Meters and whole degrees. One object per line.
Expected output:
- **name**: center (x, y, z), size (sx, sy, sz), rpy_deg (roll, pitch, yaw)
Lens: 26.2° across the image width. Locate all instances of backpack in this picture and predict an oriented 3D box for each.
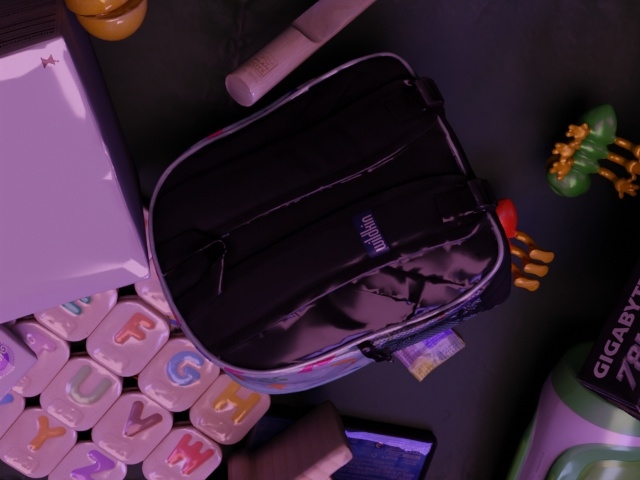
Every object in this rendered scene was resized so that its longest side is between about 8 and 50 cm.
- **backpack**: center (0.000, 0.000, 1.087), size (0.254, 0.191, 0.225), rpy_deg (-25, 74, -2)

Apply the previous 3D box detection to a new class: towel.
- **towel**: center (0.090, 0.088, 1.269), size (0.060, 0.009, 0.083), rpy_deg (-37, 116, 8)

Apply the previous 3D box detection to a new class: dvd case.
- **dvd case**: center (-0.008, 0.281, 1.338), size (0.180, 0.022, 0.253), rpy_deg (11, 112, -16)

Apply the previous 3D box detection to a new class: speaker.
- **speaker**: center (0.236, 0.244, 1.292), size (0.131, 0.131, 0.296), rpy_deg (7, 120, -13)

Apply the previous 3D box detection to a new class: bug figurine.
- **bug figurine**: center (0.250, -0.009, 1.215), size (0.279, 0.072, 0.216), rpy_deg (18, 118, -23)

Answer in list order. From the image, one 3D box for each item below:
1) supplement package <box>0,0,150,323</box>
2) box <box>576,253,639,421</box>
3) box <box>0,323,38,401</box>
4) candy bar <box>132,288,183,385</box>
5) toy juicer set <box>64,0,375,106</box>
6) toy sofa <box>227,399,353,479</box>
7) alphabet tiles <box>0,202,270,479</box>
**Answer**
- **supplement package**: center (-0.229, -0.073, 1.027), size (0.149, 0.203, 0.194), rpy_deg (-18, 116, -2)
- **box**: center (0.377, 0.046, 1.166), size (0.295, 0.073, 0.293), rpy_deg (30, 85, -43)
- **box**: center (-0.366, 0.194, 1.124), size (0.067, 0.063, 0.324), rpy_deg (44, 82, -19)
- **candy bar**: center (-0.131, 0.061, 1.213), size (0.040, 0.018, 0.161), rpy_deg (12, 112, -15)
- **toy juicer set**: center (-0.084, -0.219, 0.994), size (0.329, 0.089, 0.209), rpy_deg (35, 66, -24)
- **toy sofa**: center (0.040, 0.341, 1.227), size (0.177, 0.150, 0.362), rpy_deg (-34, 100, 1)
- **alphabet tiles**: center (-0.190, 0.108, 1.206), size (0.284, 0.021, 0.278), rpy_deg (37, 106, -17)
